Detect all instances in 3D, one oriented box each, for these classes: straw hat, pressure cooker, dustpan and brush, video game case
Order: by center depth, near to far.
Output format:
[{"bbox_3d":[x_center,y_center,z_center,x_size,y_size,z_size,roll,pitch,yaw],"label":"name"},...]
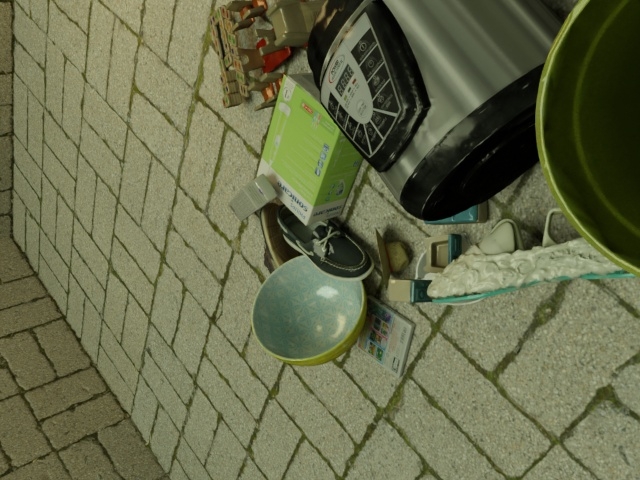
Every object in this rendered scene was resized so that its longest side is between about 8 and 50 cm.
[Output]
[{"bbox_3d":[0.183,-0.286,1.032,0.369,0.375,0.420,-35,73,7],"label":"pressure cooker"},{"bbox_3d":[0.234,0.080,1.334,0.211,0.060,0.147,-24,85,49],"label":"dustpan and brush"},{"bbox_3d":[0.163,0.036,1.393,0.061,0.144,0.145,-11,98,7],"label":"straw hat"},{"bbox_3d":[0.153,0.229,1.512,0.143,0.019,0.157,33,127,37],"label":"video game case"}]

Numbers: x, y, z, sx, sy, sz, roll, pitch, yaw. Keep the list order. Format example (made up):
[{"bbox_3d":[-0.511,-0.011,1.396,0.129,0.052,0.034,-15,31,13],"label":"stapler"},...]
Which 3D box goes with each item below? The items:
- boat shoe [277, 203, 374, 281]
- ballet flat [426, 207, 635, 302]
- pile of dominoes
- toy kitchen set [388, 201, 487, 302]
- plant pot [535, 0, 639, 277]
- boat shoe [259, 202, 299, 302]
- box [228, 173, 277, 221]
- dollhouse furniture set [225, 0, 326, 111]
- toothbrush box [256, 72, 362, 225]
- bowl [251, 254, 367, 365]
[{"bbox_3d":[0.000,0.000,1.510,0.302,0.114,0.091,26,153,38],"label":"boat shoe"},{"bbox_3d":[0.374,0.016,1.064,0.408,0.147,0.147,-11,96,27],"label":"ballet flat"},{"bbox_3d":[-0.252,-0.476,1.638,0.196,0.040,0.251,-173,69,-68],"label":"pile of dominoes"},{"bbox_3d":[0.223,0.014,1.200,0.122,0.166,0.207,-3,85,44],"label":"toy kitchen set"},{"bbox_3d":[0.505,-0.159,0.724,0.366,0.352,0.367,20,118,43],"label":"plant pot"},{"bbox_3d":[-0.107,0.044,1.671,0.092,0.102,0.285,-17,97,45],"label":"boat shoe"},{"bbox_3d":[-0.178,-0.103,1.615,0.067,0.063,0.324,54,166,-5],"label":"box"},{"bbox_3d":[-0.090,-0.467,1.474,0.259,0.135,0.262,-11,95,60],"label":"dollhouse furniture set"},{"bbox_3d":[-0.016,-0.213,1.459,0.206,0.122,0.283,44,131,29],"label":"toothbrush box"},{"bbox_3d":[-0.007,0.191,1.540,0.289,0.289,0.156,30,163,38],"label":"bowl"}]
